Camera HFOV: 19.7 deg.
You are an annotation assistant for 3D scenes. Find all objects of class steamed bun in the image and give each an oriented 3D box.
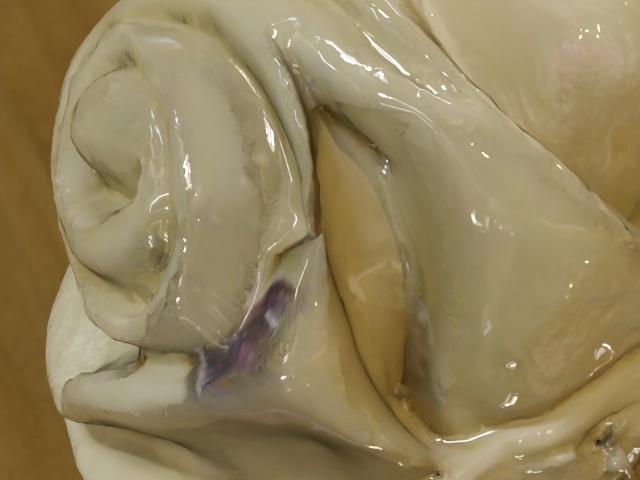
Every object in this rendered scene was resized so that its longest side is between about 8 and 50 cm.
[{"bbox_3d":[0.000,0.000,0.860,0.255,0.342,0.368,11,123,-47],"label":"steamed bun"}]
